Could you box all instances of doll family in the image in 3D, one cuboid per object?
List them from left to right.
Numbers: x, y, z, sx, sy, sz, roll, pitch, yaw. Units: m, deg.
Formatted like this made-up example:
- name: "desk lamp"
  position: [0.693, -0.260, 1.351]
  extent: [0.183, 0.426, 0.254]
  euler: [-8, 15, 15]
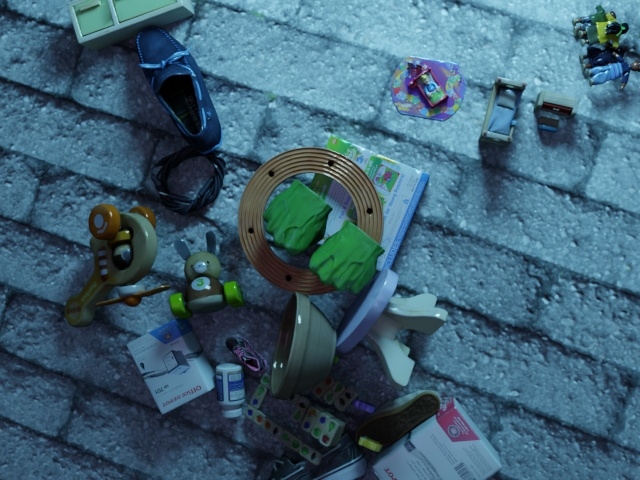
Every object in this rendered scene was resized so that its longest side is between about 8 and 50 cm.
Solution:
- name: "doll family"
  position: [0.621, -0.416, 1.593]
  extent: [0.111, 0.076, 0.193]
  euler: [-12, 96, 5]

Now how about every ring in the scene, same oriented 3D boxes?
- name: "ring"
  position: [-0.023, -0.043, 1.678]
  extent: [0.336, 0.032, 0.337]
  euler: [0, 92, 10]

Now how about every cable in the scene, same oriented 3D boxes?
- name: "cable"
  position: [-0.308, -0.146, 1.761]
  extent: [0.184, 0.047, 0.151]
  euler: [-21, 88, 8]

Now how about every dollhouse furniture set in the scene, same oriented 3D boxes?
- name: "dollhouse furniture set"
  position: [0.450, -0.263, 1.594]
  extent: [0.183, 0.129, 0.129]
  euler: [14, 95, 8]

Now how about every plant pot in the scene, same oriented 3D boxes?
- name: "plant pot"
  position: [-0.031, 0.240, 1.641]
  extent: [0.109, 0.237, 0.237]
  euler: [12, 95, -9]

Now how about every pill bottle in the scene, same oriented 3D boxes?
- name: "pill bottle"
  position: [-0.214, 0.356, 1.760]
  extent: [0.067, 0.067, 0.120]
  euler: [-2, 92, 9]

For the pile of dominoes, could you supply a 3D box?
- name: "pile of dominoes"
  position: [-0.055, 0.377, 1.700]
  extent: [0.251, 0.040, 0.196]
  euler: [26, 92, 31]

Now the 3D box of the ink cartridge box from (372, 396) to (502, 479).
- name: "ink cartridge box"
  position: [0.262, 0.501, 1.675]
  extent: [0.237, 0.100, 0.172]
  euler: [-38, 87, 8]

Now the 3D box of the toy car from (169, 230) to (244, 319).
- name: "toy car"
  position: [-0.277, 0.074, 1.729]
  extent: [0.155, 0.149, 0.188]
  euler: [-12, 79, -2]

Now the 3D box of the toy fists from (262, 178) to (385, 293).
- name: "toy fists"
  position: [0.000, 0.000, 1.615]
  extent: [0.279, 0.096, 0.142]
  euler: [39, 88, 7]

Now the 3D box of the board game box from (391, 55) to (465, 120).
- name: "board game box"
  position: [0.243, -0.347, 1.672]
  extent: [0.168, 0.033, 0.133]
  euler: [12, 94, 9]

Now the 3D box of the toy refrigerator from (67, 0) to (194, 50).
- name: "toy refrigerator"
  position: [-0.447, -0.546, 1.741]
  extent: [0.269, 0.094, 0.102]
  euler: [-16, 90, 10]

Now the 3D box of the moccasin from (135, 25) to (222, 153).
- name: "moccasin"
  position: [-0.324, -0.365, 1.703]
  extent: [0.137, 0.117, 0.342]
  euler: [-36, 78, 3]

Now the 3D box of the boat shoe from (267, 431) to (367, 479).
- name: "boat shoe"
  position: [-0.060, 0.550, 1.733]
  extent: [0.335, 0.121, 0.119]
  euler: [-24, 81, -2]

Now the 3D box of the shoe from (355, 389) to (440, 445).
- name: "shoe"
  position: [0.181, 0.408, 1.710]
  extent: [0.219, 0.058, 0.076]
  euler: [-30, 98, 12]

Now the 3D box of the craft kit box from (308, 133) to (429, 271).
- name: "craft kit box"
  position: [0.091, -0.082, 1.699]
  extent: [0.246, 0.061, 0.250]
  euler: [23, 96, 5]

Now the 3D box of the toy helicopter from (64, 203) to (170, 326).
- name: "toy helicopter"
  position: [-0.495, 0.094, 1.754]
  extent: [0.355, 0.140, 0.235]
  euler: [-47, 65, 24]

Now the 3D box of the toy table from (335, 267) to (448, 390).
- name: "toy table"
  position: [0.151, 0.187, 1.623]
  extent: [0.161, 0.274, 0.252]
  euler: [30, 63, -4]

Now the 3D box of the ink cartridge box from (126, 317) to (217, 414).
- name: "ink cartridge box"
  position: [-0.353, 0.298, 1.773]
  extent: [0.139, 0.082, 0.191]
  euler: [-28, 87, 9]

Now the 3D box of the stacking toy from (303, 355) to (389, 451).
- name: "stacking toy"
  position: [0.062, 0.363, 1.690]
  extent: [0.221, 0.052, 0.167]
  euler: [17, 85, 24]

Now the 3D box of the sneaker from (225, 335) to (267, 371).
- name: "sneaker"
  position: [-0.180, 0.271, 1.757]
  extent: [0.119, 0.057, 0.047]
  euler: [37, 99, 7]
